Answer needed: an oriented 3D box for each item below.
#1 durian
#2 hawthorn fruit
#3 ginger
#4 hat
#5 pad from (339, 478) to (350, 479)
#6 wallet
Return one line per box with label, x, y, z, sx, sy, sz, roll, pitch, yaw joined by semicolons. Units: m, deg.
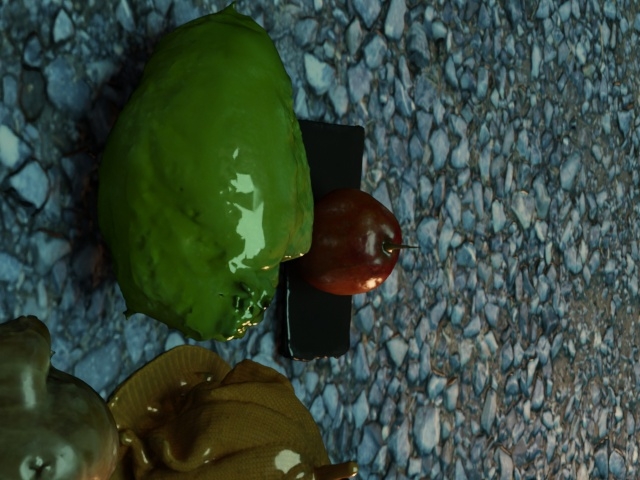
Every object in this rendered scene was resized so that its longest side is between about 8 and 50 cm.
durian;-0.113;-0.071;1.592;0.256;0.204;0.340;-10;91;-68
hawthorn fruit;0.033;0.002;1.806;0.125;0.140;0.125;-2;96;-19
ginger;-0.262;0.254;1.410;0.256;0.176;0.375;-7;96;-72
hat;-0.065;0.220;1.621;0.244;0.233;0.233;43;56;-48
pad;0.128;0.402;1.967;0.005;0.202;0.300;-42;137;4
wallet;0.001;0.000;1.881;0.146;0.030;0.285;2;91;-58
